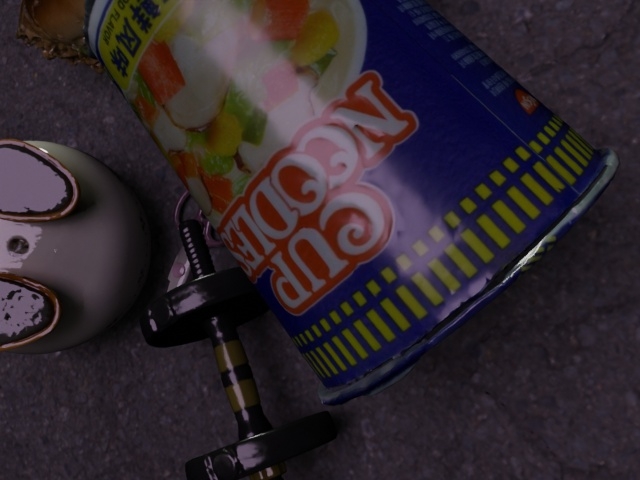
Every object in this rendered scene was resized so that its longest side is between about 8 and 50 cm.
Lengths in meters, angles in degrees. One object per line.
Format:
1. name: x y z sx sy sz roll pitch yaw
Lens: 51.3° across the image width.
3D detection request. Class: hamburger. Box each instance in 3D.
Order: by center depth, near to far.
1. hamburger: -0.228 -0.317 0.741 0.286 0.146 0.243 -44 49 26

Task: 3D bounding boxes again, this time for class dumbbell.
1. dumbbell: -0.079 0.128 0.630 0.143 0.143 0.325 -27 74 19

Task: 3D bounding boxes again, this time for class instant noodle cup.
1. instant noodle cup: 0.003 -0.088 0.496 0.284 0.284 0.312 -42 89 14

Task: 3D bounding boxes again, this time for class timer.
1. timer: -0.308 0.008 0.745 0.234 0.240 0.233 0 89 -6

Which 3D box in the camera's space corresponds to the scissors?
1. scissors: -0.150 0.028 0.740 0.085 0.022 0.176 22 90 24
